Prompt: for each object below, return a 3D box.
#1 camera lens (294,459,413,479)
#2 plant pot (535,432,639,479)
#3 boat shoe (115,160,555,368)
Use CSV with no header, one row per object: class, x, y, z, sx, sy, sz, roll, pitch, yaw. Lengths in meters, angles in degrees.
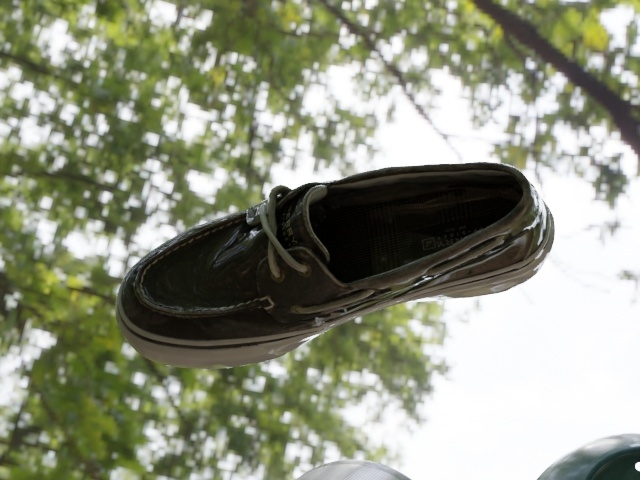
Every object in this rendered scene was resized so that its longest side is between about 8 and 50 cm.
camera lens,0.005,0.349,1.349,0.219,0.219,0.274,-4,6,23
plant pot,0.338,0.319,1.459,0.290,0.290,0.195,4,-33,11
boat shoe,0.000,0.000,1.006,0.335,0.121,0.119,-16,-28,6
